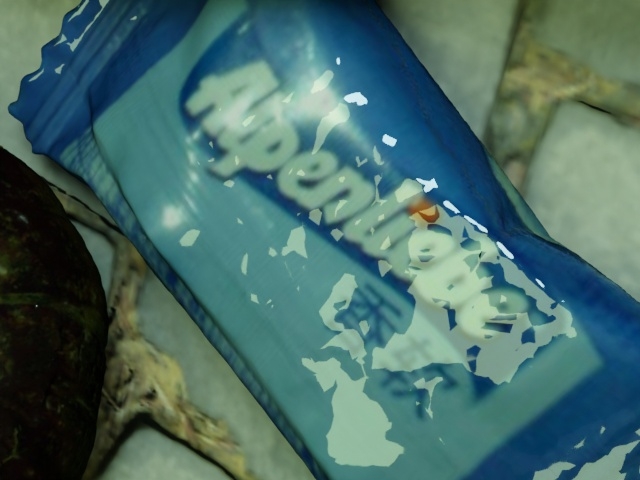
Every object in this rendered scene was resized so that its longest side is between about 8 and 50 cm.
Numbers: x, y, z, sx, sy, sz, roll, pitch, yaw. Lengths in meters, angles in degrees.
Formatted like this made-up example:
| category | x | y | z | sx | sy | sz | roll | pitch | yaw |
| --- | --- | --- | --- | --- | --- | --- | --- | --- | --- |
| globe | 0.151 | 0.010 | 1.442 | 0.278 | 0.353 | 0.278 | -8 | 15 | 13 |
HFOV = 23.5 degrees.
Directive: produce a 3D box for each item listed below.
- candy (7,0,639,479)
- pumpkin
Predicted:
| category | x | y | z | sx | sy | sz | roll | pitch | yaw |
| --- | --- | --- | --- | --- | --- | --- | --- | --- | --- |
| candy | 0.000 | 0.000 | 0.630 | 0.187 | 0.077 | 0.331 | -46 | 74 | 22 |
| pumpkin | -0.207 | 0.045 | 0.671 | 0.238 | 0.238 | 0.159 | 59 | 162 | 5 |
